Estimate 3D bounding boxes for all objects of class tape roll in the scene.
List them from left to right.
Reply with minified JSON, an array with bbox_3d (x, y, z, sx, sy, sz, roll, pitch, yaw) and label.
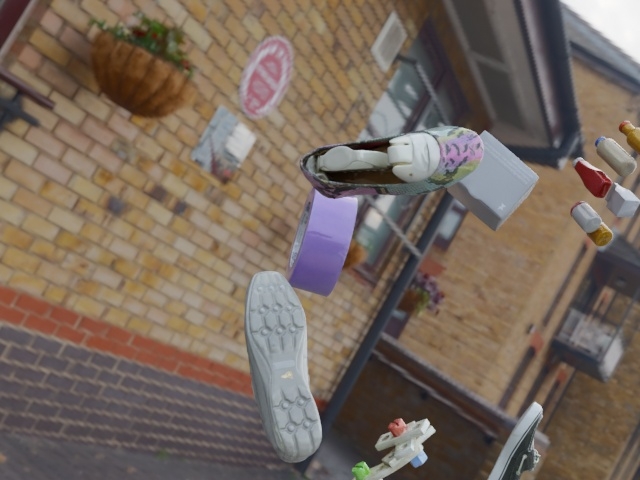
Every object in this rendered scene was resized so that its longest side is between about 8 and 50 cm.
[{"bbox_3d":[0.000,0.000,1.621,0.080,0.189,0.189,16,-3,-8],"label":"tape roll"}]

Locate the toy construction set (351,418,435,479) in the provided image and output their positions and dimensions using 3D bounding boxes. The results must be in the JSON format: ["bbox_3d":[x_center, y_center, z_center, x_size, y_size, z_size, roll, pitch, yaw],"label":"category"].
[{"bbox_3d":[0.161,0.474,1.569,0.215,0.151,0.327,-25,-93,50],"label":"toy construction set"}]

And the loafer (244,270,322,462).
[{"bbox_3d":[-0.073,0.209,1.507,0.112,0.319,0.111,-2,-23,-19],"label":"loafer"}]

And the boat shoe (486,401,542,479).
[{"bbox_3d":[0.395,0.424,1.794,0.070,0.219,0.078,28,13,14],"label":"boat shoe"}]

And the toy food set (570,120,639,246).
[{"bbox_3d":[0.542,-0.111,1.732,0.111,0.232,0.104,2,36,-24],"label":"toy food set"}]

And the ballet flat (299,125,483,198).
[{"bbox_3d":[0.073,-0.090,1.042,0.222,0.076,0.079,-5,-12,30],"label":"ballet flat"}]

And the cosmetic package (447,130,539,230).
[{"bbox_3d":[0.296,-0.098,1.588,0.127,0.107,0.238,43,-1,7],"label":"cosmetic package"}]
